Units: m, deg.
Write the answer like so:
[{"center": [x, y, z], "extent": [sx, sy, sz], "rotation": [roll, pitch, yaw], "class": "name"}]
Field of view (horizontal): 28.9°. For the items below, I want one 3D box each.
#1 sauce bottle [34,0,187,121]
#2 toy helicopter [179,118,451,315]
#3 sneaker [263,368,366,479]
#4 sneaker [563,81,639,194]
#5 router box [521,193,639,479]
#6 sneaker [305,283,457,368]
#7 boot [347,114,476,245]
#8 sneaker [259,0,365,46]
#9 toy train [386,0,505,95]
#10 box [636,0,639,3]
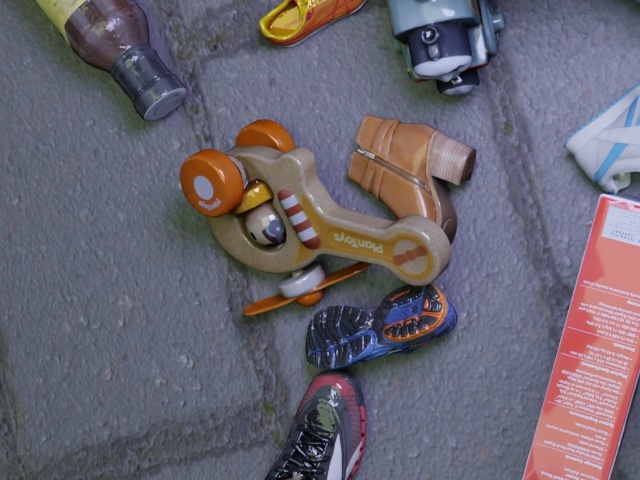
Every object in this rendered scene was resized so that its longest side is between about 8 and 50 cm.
[{"center": [-0.304, -0.307, 1.637], "extent": [0.111, 0.111, 0.344], "rotation": [-40, 79, 14], "class": "sauce bottle"}, {"center": [0.000, 0.000, 1.525], "extent": [0.355, 0.140, 0.235], "rotation": [14, 122, 33], "class": "toy helicopter"}, {"center": [-0.017, 0.296, 1.551], "extent": [0.098, 0.135, 0.276], "rotation": [19, 95, 18], "class": "sneaker"}, {"center": [0.383, -0.139, 1.414], "extent": [0.092, 0.087, 0.229], "rotation": [53, 139, 6], "class": "sneaker"}, {"center": [0.315, 0.103, 1.342], "extent": [0.082, 0.335, 0.301], "rotation": [16, 97, 16], "class": "router box"}, {"center": [0.075, 0.118, 1.548], "extent": [0.221, 0.087, 0.083], "rotation": [-16, 63, 33], "class": "sneaker"}, {"center": [0.098, -0.052, 1.549], "extent": [0.152, 0.073, 0.197], "rotation": [21, 98, 23], "class": "boot"}, {"center": [0.002, -0.302, 1.567], "extent": [0.175, 0.067, 0.064], "rotation": [-38, 79, 13], "class": "sneaker"}, {"center": [0.124, -0.338, 1.464], "extent": [0.142, 0.190, 0.333], "rotation": [-10, 88, 17], "class": "toy train"}, {"center": [0.420, -0.364, 1.381], "extent": [0.262, 0.127, 0.231], "rotation": [32, 103, 3], "class": "box"}]
